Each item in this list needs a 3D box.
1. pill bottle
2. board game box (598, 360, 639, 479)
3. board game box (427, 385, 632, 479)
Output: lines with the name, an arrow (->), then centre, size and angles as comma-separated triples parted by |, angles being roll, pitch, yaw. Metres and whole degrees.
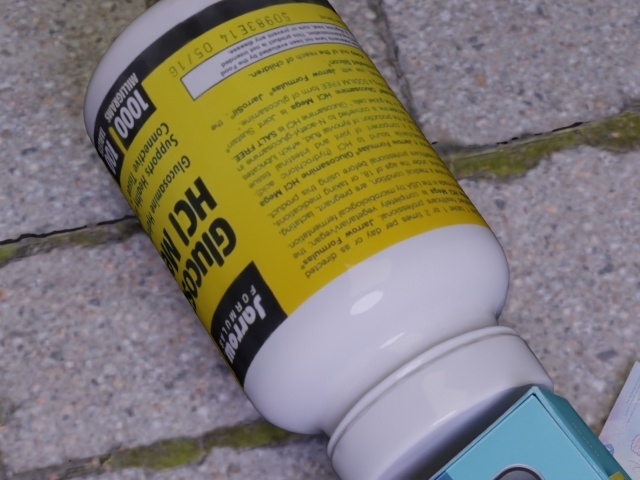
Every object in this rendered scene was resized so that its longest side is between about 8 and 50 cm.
pill bottle -> 0.000, 0.000, 1.173 | 0.188, 0.188, 0.334 | -27, 66, -14
board game box -> 0.229, 0.137, 1.198 | 0.090, 0.020, 0.090 | 26, 65, 12
board game box -> 0.139, 0.293, 1.025 | 0.254, 0.079, 0.336 | -42, 67, 10
